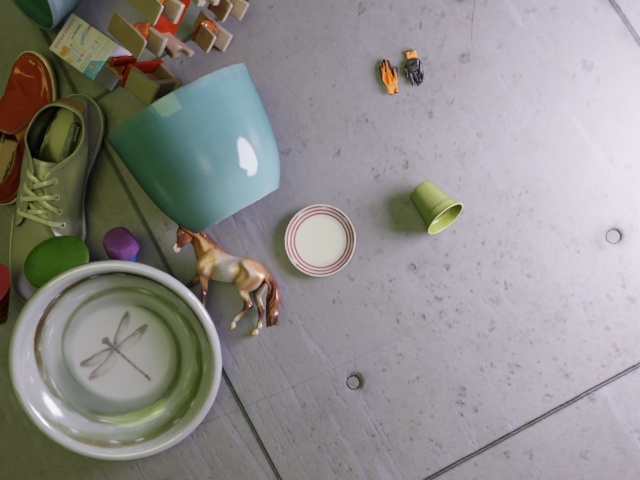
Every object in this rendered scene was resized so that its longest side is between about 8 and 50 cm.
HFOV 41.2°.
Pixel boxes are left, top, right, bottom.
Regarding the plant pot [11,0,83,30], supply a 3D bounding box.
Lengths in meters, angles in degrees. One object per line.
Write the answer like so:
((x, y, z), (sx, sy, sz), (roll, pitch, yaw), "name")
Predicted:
((-0.552, -0.602, 1.712), (0.196, 0.293, 0.293), (-40, 77, -20), "plant pot")

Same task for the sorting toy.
((-0.530, 0.084, 1.686), (0.365, 0.126, 0.127), (-19, 51, -10), "sorting toy")

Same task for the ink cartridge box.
((-0.477, -0.392, 1.755), (0.143, 0.090, 0.092), (35, 94, 12), "ink cartridge box")

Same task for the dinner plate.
((0.000, 0.000, 1.657), (0.141, 0.017, 0.141), (-1, 86, 13), "dinner plate")

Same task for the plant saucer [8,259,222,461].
((-0.389, 0.224, 1.649), (0.400, 0.100, 0.401), (-1, 102, -3), "plant saucer")

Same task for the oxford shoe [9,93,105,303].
((-0.555, -0.085, 1.731), (0.169, 0.130, 0.450), (14, 92, 9), "oxford shoe")

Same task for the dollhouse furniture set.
((-0.306, -0.403, 1.644), (0.135, 0.262, 0.259), (43, 122, 14), "dollhouse furniture set")

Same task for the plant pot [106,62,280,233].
((-0.211, -0.155, 1.588), (0.292, 0.293, 0.235), (-28, 95, 9), "plant pot")

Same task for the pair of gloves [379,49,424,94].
((0.158, -0.325, 1.650), (0.083, 0.010, 0.074), (-16, 81, 8), "pair of gloves")

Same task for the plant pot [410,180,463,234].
((0.210, -0.068, 1.590), (0.083, 0.083, 0.079), (-40, 67, 7), "plant pot")

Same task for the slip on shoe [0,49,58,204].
((-0.638, -0.239, 1.775), (0.123, 0.101, 0.332), (16, 88, 15), "slip on shoe")

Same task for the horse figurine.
((-0.181, 0.083, 1.668), (0.263, 0.066, 0.175), (18, 96, 16), "horse figurine")
